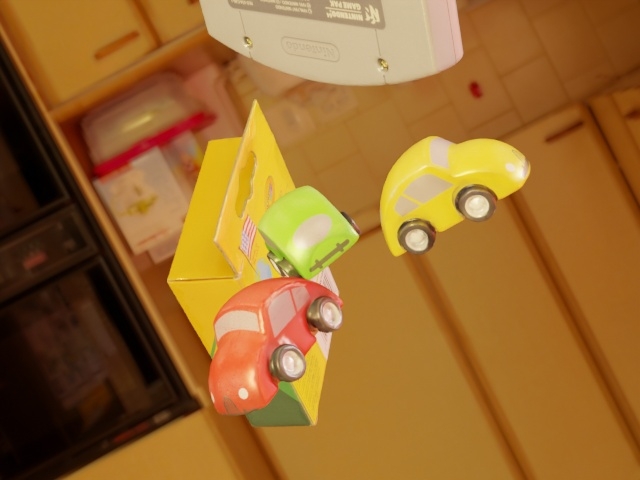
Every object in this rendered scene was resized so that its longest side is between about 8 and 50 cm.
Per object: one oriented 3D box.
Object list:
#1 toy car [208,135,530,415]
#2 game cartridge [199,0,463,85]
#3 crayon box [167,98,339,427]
[{"bbox_3d":[0.000,0.000,0.703,0.239,0.053,0.225,-39,-164,-8],"label":"toy car"},{"bbox_3d":[-0.007,-0.235,0.927,0.297,0.198,0.062,19,-133,43],"label":"game cartridge"},{"bbox_3d":[-0.070,0.032,1.151,0.081,0.318,0.202,-4,-133,17],"label":"crayon box"}]
